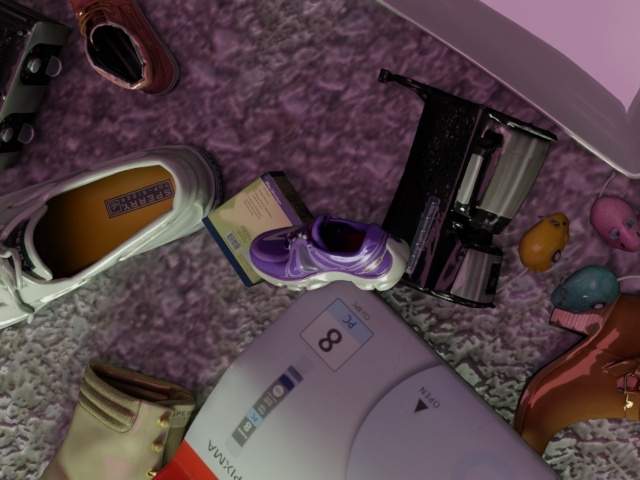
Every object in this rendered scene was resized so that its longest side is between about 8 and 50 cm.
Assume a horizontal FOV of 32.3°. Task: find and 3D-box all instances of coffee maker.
[{"bbox_3d":[0.113,-0.045,1.032,0.171,0.120,0.178,29,101,43],"label":"coffee maker"}]

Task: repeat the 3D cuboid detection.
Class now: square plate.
[{"bbox_3d":[0.250,-0.290,1.002,0.347,0.049,0.344,37,101,8],"label":"square plate"}]

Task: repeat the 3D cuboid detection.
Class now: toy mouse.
[{"bbox_3d":[0.246,0.009,1.000,0.143,0.031,0.161,31,81,43],"label":"toy mouse"}]

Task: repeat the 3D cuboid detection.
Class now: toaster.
[{"bbox_3d":[-0.368,-0.175,1.126,0.186,0.110,0.168,26,99,10],"label":"toaster"}]

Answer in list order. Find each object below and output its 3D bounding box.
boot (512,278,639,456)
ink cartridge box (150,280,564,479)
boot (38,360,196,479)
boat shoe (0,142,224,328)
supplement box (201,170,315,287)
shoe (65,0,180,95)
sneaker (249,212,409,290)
[{"bbox_3d":[0.266,0.146,1.019,0.152,0.073,0.197,21,98,12],"label":"boot"},{"bbox_3d":[-0.011,0.256,0.987,0.385,0.091,0.308,-43,69,-4],"label":"ink cartridge box"},{"bbox_3d":[-0.159,0.257,1.122,0.262,0.095,0.203,26,98,14],"label":"boot"},{"bbox_3d":[-0.279,0.006,1.095,0.367,0.156,0.135,-19,89,14],"label":"boat shoe"},{"bbox_3d":[-0.055,-0.012,1.092,0.083,0.056,0.083,-35,86,14],"label":"supplement box"},{"bbox_3d":[-0.213,-0.220,1.100,0.063,0.081,0.178,-39,85,13],"label":"shoe"},{"bbox_3d":[0.000,0.000,0.989,0.170,0.071,0.068,-2,54,39],"label":"sneaker"}]
